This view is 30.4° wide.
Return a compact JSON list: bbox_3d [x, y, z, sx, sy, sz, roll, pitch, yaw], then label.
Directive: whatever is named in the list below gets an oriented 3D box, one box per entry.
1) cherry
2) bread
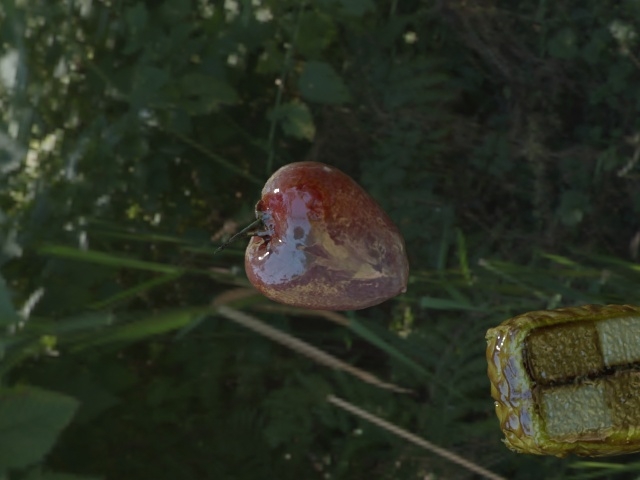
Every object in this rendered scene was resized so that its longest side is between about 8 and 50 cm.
[{"bbox_3d":[-0.002,0.003,0.855,0.106,0.126,0.087,-48,16,10],"label":"cherry"},{"bbox_3d":[0.309,0.168,1.391,0.096,0.222,0.182,155,110,-70],"label":"bread"}]
